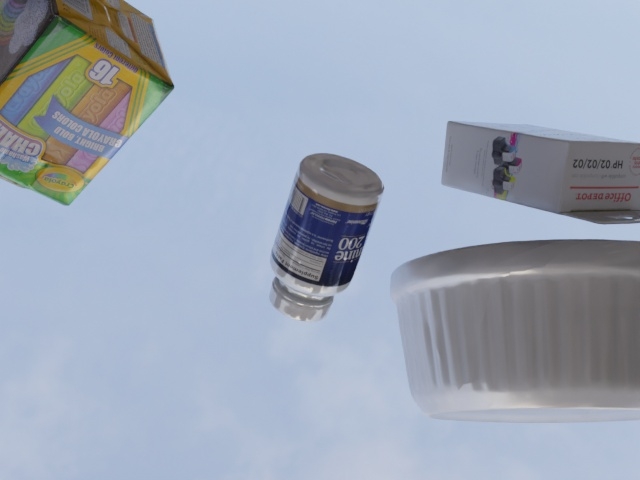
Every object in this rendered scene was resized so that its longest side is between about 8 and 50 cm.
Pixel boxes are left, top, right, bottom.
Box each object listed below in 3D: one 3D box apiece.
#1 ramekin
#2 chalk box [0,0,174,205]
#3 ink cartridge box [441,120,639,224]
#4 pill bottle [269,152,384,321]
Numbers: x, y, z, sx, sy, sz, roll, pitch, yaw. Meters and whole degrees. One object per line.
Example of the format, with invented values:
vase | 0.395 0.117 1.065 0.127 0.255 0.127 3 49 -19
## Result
ramekin | 0.194 0.089 0.852 0.273 0.273 0.127 3 -103 -12
chalk box | -0.259 -0.131 0.915 0.132 0.213 0.132 28 -153 -39
ink cartridge box | 0.202 -0.061 0.837 0.104 0.061 0.181 -3 -166 -35
pill bottle | 0.000 0.000 0.751 0.067 0.120 0.067 15 -152 -8
